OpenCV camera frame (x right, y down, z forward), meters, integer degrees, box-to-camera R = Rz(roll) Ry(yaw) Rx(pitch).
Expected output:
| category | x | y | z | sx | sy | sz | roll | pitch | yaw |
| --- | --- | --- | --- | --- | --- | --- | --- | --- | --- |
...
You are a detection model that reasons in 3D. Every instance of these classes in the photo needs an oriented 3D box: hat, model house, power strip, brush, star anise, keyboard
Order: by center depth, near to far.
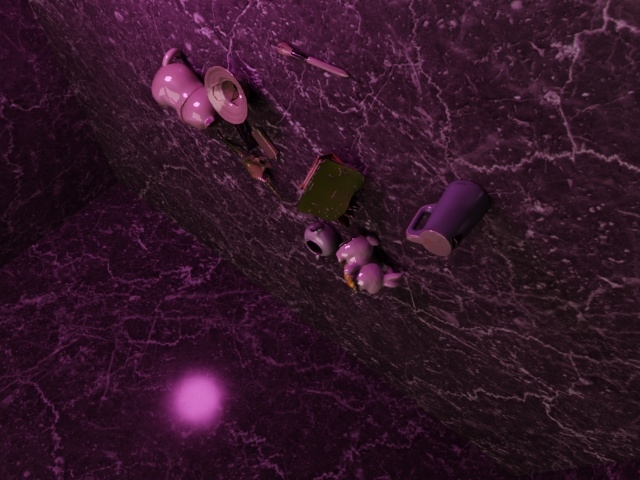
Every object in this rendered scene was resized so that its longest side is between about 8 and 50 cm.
| category | x | y | z | sx | sy | sz | roll | pitch | yaw |
| --- | --- | --- | --- | --- | --- | --- | --- | --- | --- |
| brush | -0.030 | -0.617 | 1.502 | 0.299 | 0.039 | 0.042 | 30 | 150 | 20 |
| model house | 0.038 | -0.242 | 1.822 | 0.207 | 0.154 | 0.294 | 17 | 133 | -20 |
| hat | -0.359 | -0.625 | 1.838 | 0.252 | 0.110 | 0.252 | 28 | 143 | 24 |
| star anise | 0.068 | -0.172 | 1.961 | 0.288 | 0.088 | 0.288 | 30 | 140 | 29 |
| power strip | -0.253 | -0.448 | 2.047 | 0.169 | 0.028 | 0.076 | 53 | 151 | -17 |
| keyboard | -0.358 | -0.516 | 2.051 | 0.013 | 0.061 | 0.204 | 41 | 162 | 50 |

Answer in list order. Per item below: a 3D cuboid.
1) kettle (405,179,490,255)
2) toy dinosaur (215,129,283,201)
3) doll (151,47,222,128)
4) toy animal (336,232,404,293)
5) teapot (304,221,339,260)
| category | x | y | z | sx | sy | sz | roll | pitch | yaw |
| --- | --- | --- | --- | --- | --- | --- | --- | --- | --- |
| kettle | 0.417 | -0.075 | 1.479 | 0.211 | 0.243 | 0.160 | 20 | 145 | 39 |
| toy dinosaur | -0.369 | -0.378 | 2.245 | 0.301 | 0.087 | 0.447 | 7 | 132 | 51 |
| doll | -0.597 | -0.654 | 2.001 | 0.370 | 0.215 | 0.226 | 46 | 137 | -4 |
| toy animal | 0.218 | 0.122 | 2.054 | 0.310 | 0.247 | 0.183 | 57 | 170 | 4 |
| teapot | 0.000 | 0.000 | 2.255 | 0.193 | 0.129 | 0.294 | 28 | 150 | 27 |
